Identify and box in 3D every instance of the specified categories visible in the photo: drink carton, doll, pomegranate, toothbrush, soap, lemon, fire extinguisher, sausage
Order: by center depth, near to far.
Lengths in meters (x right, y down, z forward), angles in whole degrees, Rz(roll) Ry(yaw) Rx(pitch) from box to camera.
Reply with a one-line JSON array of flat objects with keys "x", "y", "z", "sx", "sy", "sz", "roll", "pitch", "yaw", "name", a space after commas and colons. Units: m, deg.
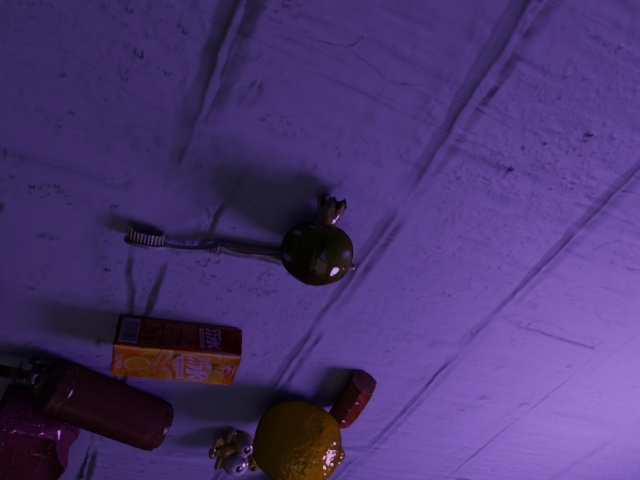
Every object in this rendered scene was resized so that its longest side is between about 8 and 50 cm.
[{"x": 0.000, "y": 0.000, "z": 0.762, "sx": 0.114, "sy": 0.114, "sz": 0.142, "roll": 11, "pitch": 103, "yaw": -17, "name": "pomegranate"}, {"x": -0.120, "y": 0.020, "z": 0.806, "sx": 0.375, "sy": 0.028, "sz": 0.037, "roll": 9, "pitch": 121, "yaw": -15, "name": "toothbrush"}, {"x": -0.263, "y": 0.205, "z": 0.919, "sx": 0.222, "sy": 0.071, "sz": 0.096, "roll": 9, "pitch": 128, "yaw": -16, "name": "drink carton"}, {"x": -0.465, "y": 0.309, "z": 0.970, "sx": 0.147, "sy": 0.107, "sz": 0.337, "roll": -19, "pitch": 134, "yaw": 42, "name": "fire extinguisher"}, {"x": -0.614, "y": 0.431, "z": 1.042, "sx": 0.182, "sy": 0.112, "sz": 0.289, "roll": 27, "pitch": 123, "yaw": -24, "name": "soap"}, {"x": -0.049, "y": 0.438, "z": 1.072, "sx": 0.193, "sy": 0.180, "sz": 0.181, "roll": 37, "pitch": 126, "yaw": 13, "name": "lemon"}, {"x": 0.065, "y": 0.362, "z": 1.101, "sx": 0.065, "sy": 0.065, "sz": 0.169, "roll": 12, "pitch": 128, "yaw": -17, "name": "sausage"}, {"x": -0.130, "y": 0.531, "z": 1.209, "sx": 0.291, "sy": 0.086, "sz": 0.117, "roll": 27, "pitch": 82, "yaw": -25, "name": "doll"}]
